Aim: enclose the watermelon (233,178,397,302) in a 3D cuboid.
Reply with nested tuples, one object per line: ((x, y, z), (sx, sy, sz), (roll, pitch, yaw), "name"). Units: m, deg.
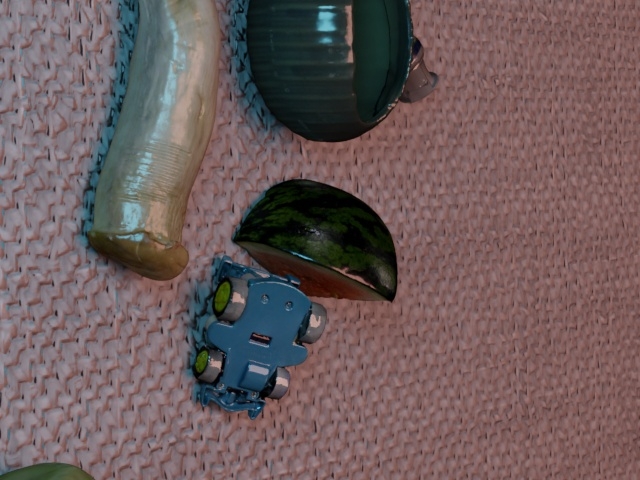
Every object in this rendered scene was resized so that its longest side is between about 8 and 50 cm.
((0.008, -0.014, 2.156), (0.193, 0.137, 0.145), (24, 67, -6), "watermelon")

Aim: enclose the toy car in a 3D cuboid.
((-0.079, 0.105, 2.075), (0.126, 0.098, 0.161), (16, 107, -25), "toy car")

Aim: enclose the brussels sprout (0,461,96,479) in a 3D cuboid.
((-0.237, 0.344, 1.766), (0.219, 0.210, 0.271), (-16, 88, -30), "brussels sprout")

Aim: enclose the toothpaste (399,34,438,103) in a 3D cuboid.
((0.055, -0.278, 2.261), (0.266, 0.061, 0.096), (53, 52, -31), "toothpaste")

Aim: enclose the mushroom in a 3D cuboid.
((-0.165, -0.135, 1.938), (0.123, 0.095, 0.351), (10, 80, -35), "mushroom")

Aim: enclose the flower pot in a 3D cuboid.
((0.008, -0.231, 2.108), (0.189, 0.157, 0.243), (-7, 95, -54), "flower pot")
